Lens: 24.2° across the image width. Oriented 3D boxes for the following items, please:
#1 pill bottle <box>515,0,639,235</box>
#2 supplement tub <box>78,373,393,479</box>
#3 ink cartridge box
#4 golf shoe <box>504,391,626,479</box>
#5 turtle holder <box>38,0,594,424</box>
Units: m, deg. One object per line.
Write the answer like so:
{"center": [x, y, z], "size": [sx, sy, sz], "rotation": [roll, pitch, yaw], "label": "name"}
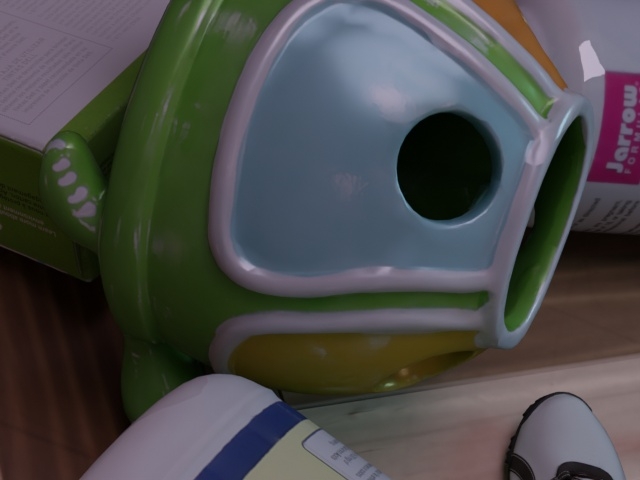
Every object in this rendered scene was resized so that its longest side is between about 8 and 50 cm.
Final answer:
{"center": [0.194, -0.084, 0.980], "size": [0.283, 0.160, 0.160], "rotation": [3, 53, -18], "label": "pill bottle"}
{"center": [0.017, 0.234, 0.615], "size": [0.325, 0.235, 0.235], "rotation": [35, 50, 8], "label": "supplement tub"}
{"center": [-0.195, -0.105, 0.899], "size": [0.255, 0.097, 0.189], "rotation": [20, 46, 21], "label": "ink cartridge box"}
{"center": [0.150, 0.157, 0.820], "size": [0.077, 0.094, 0.198], "rotation": [11, 49, -11], "label": "golf shoe"}
{"center": [0.000, -0.014, 0.773], "size": [0.227, 0.243, 0.320], "rotation": [19, 63, 19], "label": "turtle holder"}
